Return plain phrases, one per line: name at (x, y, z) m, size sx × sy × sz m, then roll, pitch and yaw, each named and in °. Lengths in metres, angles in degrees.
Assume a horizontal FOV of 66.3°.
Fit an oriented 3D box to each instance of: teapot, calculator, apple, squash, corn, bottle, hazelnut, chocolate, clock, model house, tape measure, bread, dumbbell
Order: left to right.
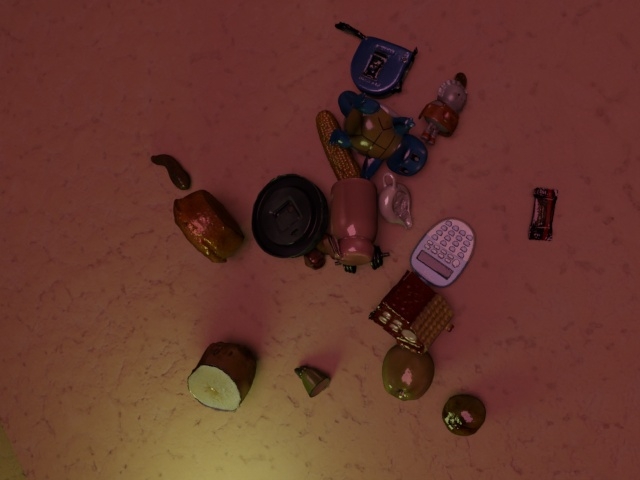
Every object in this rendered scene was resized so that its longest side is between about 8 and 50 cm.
bread at (-0.433, -0.059, 1.894) m, size 0.172 × 0.312 × 0.312 m, roll -38°, pitch 80°, yaw 0°
clock at (-0.120, -0.091, 1.875) m, size 0.324 × 0.067 × 0.326 m, roll -4°, pitch 81°, yaw 28°
squash at (-0.041, 0.524, 1.896) m, size 0.132 × 0.105 × 0.105 m, roll 42°, pitch 102°, yaw 31°
hazelnut at (-0.023, 0.070, 1.885) m, size 0.086 × 0.086 × 0.087 m, roll 0°, pitch 91°, yaw 16°
corn at (0.061, -0.346, 1.846) m, size 0.101 × 0.102 × 0.313 m, roll -27°, pitch 80°, yaw 15°
bottle at (0.105, -0.063, 1.736) m, size 0.173 × 0.206 × 0.297 m, roll -24°, pitch 57°, yaw 49°
dumbbell at (0.154, 0.069, 1.819) m, size 0.208 × 0.099 × 0.099 m, roll -11°, pitch 88°, yaw 15°
tape measure at (0.160, -0.667, 1.815) m, size 0.351 × 0.098 × 0.216 m, roll 27°, pitch 97°, yaw 16°
teapot at (0.263, -0.143, 1.764) m, size 0.092 × 0.145 × 0.227 m, roll 12°, pitch 135°, yaw 47°
apple at (0.308, 0.463, 1.733) m, size 0.199 × 0.200 × 0.200 m, roll 0°, pitch 91°, yaw 16°
model house at (0.329, 0.262, 1.700) m, size 0.253 × 0.160 × 0.196 m, roll 38°, pitch 56°, yaw 15°
calculator at (0.433, 0.058, 1.768) m, size 0.188 × 0.042 × 0.303 m, roll 36°, pitch 99°, yaw 12°
chocolate at (0.762, -0.090, 1.680) m, size 0.085 × 0.028 × 0.183 m, roll 4°, pitch 93°, yaw 9°

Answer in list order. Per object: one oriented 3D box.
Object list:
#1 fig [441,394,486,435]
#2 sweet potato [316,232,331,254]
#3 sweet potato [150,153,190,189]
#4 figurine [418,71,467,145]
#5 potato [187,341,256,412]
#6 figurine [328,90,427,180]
fig at (0.501, 0.610, 1.712) m, size 0.152 × 0.120 × 0.136 m, roll -15°, pitch 91°, yaw 15°
sweet potato at (-0.001, 0.000, 1.879) m, size 0.269 × 0.074 × 0.075 m, roll 30°, pitch 99°, yaw 31°
sweet potato at (-0.629, -0.302, 2.064) m, size 0.233 × 0.062 × 0.081 m, roll 43°, pitch 103°, yaw 14°
figurine at (0.437, -0.464, 1.726) m, size 0.143 × 0.143 × 0.272 m, roll 18°, pitch 76°, yaw 15°
potato at (-0.374, 0.527, 1.942) m, size 0.246 × 0.196 × 0.300 m, roll 41°, pitch 129°, yaw -1°
figurine at (0.182, -0.377, 1.740) m, size 0.416 × 0.243 × 0.298 m, roll 45°, pitch 119°, yaw 12°
